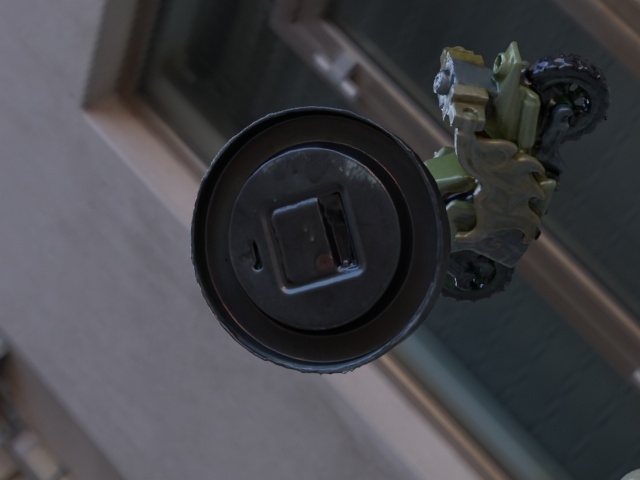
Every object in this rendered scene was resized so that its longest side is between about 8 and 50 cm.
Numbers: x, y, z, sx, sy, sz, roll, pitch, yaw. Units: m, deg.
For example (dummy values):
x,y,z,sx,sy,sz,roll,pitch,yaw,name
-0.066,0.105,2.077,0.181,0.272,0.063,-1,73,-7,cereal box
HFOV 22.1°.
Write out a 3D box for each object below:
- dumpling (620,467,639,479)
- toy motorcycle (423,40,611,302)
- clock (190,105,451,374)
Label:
x,y,z,sx,sy,sz,roll,pitch,yaw,name
0.496,0.401,2.338,0.250,0.132,0.162,-6,-58,-6,dumpling
0.200,-0.086,2.110,0.237,0.169,0.410,14,-52,-17,toy motorcycle
0.000,0.000,1.709,0.280,0.280,0.055,-48,-13,14,clock
